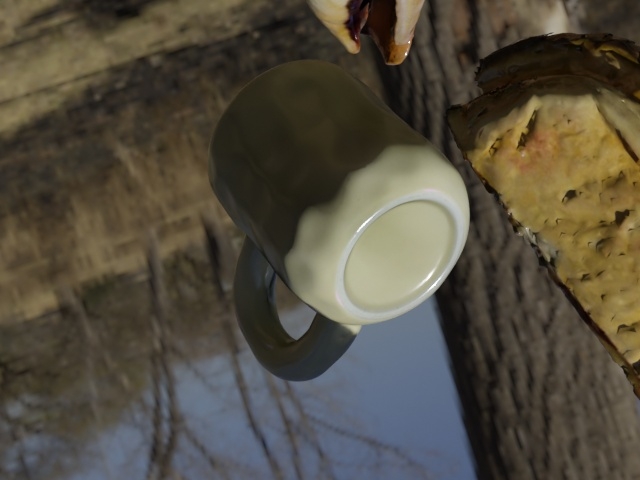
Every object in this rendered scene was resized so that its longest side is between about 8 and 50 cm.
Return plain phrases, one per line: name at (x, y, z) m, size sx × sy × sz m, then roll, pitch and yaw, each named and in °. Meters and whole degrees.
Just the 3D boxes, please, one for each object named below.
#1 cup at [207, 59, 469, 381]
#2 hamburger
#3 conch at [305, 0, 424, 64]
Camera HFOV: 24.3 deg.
cup at (-0.010, -0.009, 1.294) m, size 0.255 × 0.202 × 0.173 m, roll -49°, pitch 137°, yaw 7°
hamburger at (0.188, -0.017, 0.858) m, size 0.131 × 0.262 × 0.124 m, roll -39°, pitch 175°, yaw 27°
conch at (0.034, -0.268, 1.247) m, size 0.158 × 0.127 × 0.255 m, roll 17°, pitch 154°, yaw 16°
